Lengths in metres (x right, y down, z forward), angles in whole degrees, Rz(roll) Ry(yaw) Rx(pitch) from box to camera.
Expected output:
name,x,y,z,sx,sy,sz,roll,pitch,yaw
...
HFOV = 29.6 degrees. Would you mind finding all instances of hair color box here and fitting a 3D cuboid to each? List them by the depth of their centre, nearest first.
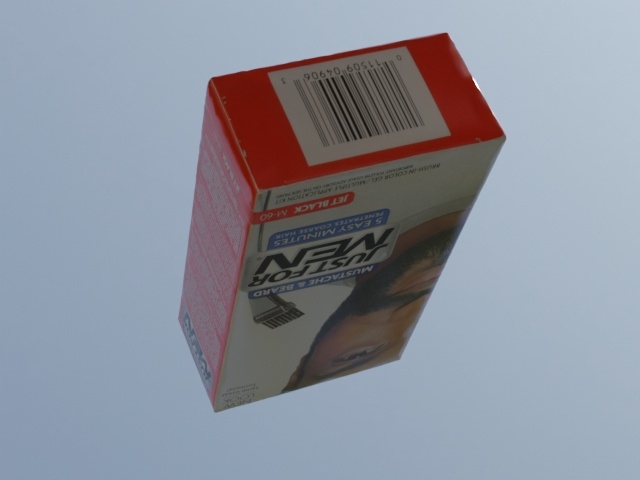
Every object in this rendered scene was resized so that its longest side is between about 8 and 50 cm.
name,x,y,z,sx,sy,sz,roll,pitch,yaw
hair color box,0.000,0.000,0.471,0.093,0.167,0.053,-14,-117,-18
